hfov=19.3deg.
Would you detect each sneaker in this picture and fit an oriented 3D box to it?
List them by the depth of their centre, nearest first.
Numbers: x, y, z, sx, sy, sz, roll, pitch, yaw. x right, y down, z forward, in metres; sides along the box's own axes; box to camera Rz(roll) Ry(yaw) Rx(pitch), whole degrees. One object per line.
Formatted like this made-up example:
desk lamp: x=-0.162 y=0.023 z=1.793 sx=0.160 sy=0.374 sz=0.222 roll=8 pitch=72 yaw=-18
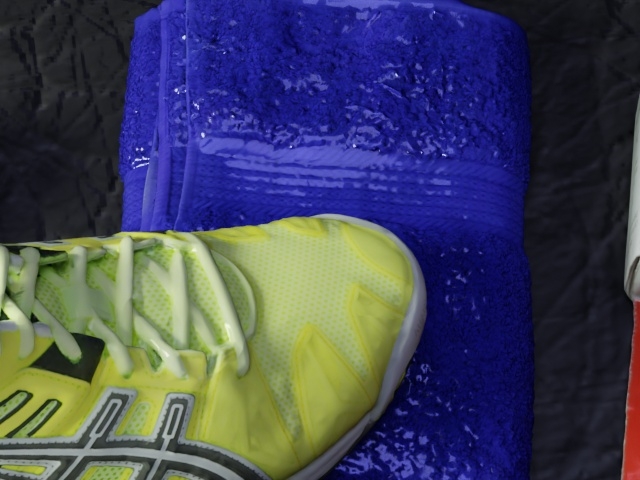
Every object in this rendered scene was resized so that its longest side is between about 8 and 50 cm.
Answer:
sneaker: x=-0.120 y=0.062 z=0.819 sx=0.384 sy=0.147 sz=0.145 roll=-16 pitch=62 yaw=-22

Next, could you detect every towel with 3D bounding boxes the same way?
towel: x=0.000 y=0.000 z=0.991 sx=0.227 sy=0.076 sz=0.308 roll=2 pitch=62 yaw=2

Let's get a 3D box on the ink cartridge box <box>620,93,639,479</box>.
ink cartridge box: x=0.298 y=0.031 z=0.984 sx=0.275 sy=0.060 sz=0.239 roll=6 pitch=61 yaw=4
